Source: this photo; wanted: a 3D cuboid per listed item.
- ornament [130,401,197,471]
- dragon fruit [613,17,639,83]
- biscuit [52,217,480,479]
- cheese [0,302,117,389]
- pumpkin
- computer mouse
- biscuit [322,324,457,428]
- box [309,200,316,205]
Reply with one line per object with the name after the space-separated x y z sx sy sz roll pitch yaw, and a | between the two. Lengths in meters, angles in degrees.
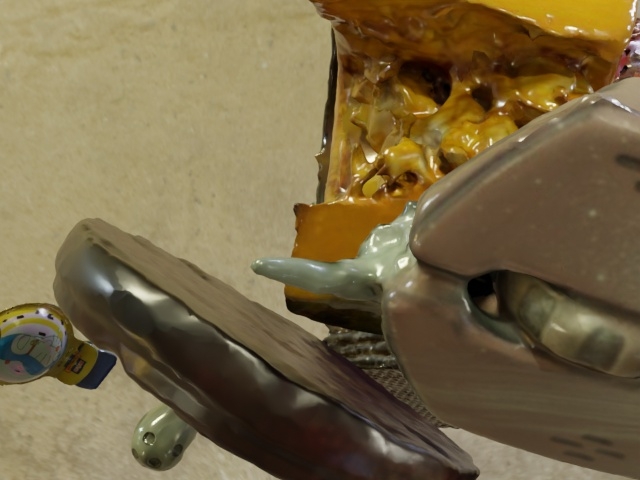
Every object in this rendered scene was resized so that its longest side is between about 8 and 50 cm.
-0.181 0.221 1.352 0.081 0.075 0.156 38 69 -35 | ornament
0.311 -0.127 1.300 0.295 0.295 0.302 4 105 0 | dragon fruit
-0.054 0.120 0.921 0.407 0.407 0.091 32 91 8 | biscuit
-0.420 0.169 1.616 0.156 0.250 0.064 -53 44 11 | cheese
0.089 -0.084 0.723 0.225 0.256 0.303 10 106 7 | pumpkin
0.167 0.026 0.426 0.389 0.199 0.115 3 35 -20 | computer mouse
0.106 0.148 1.195 0.106 0.252 0.070 -8 61 35 | biscuit
0.000 0.000 1.864 0.062 0.089 0.122 11 72 -19 | box
